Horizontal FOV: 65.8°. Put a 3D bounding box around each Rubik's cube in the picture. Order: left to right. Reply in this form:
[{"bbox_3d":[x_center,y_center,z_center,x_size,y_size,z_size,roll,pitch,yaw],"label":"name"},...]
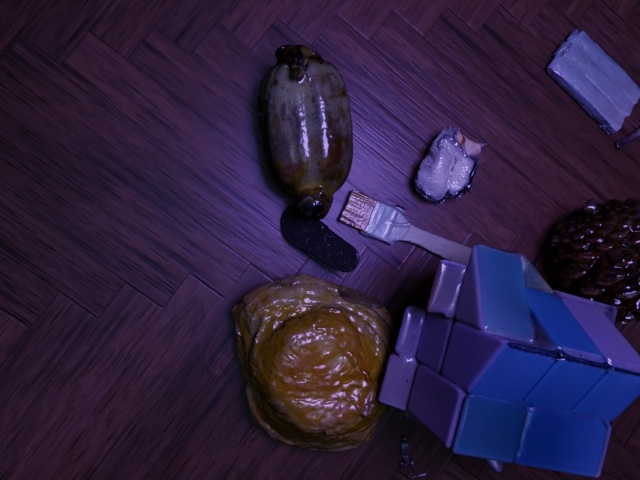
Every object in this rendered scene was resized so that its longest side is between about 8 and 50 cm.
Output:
[{"bbox_3d":[0.322,0.204,0.861,0.387,0.368,0.358,17,89,-15],"label":"Rubik's cube"}]

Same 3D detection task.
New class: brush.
[{"bbox_3d":[0.200,-0.007,1.015,0.337,0.020,0.085,24,87,-10],"label":"brush"}]

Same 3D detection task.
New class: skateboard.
[{"bbox_3d":[0.181,0.437,0.988,0.032,0.083,0.063,-4,91,-9],"label":"skateboard"}]

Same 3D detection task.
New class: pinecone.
[{"bbox_3d":[0.575,0.042,0.982,0.224,0.224,0.272,-26,107,-8],"label":"pinecone"}]

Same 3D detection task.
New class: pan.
[{"bbox_3d":[0.742,-0.262,1.090,0.212,0.040,0.115,-30,90,-8],"label":"pan"}]

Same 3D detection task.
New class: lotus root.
[{"bbox_3d":[-0.028,-0.191,0.908,0.173,0.173,0.309,-5,92,-9],"label":"lotus root"}]

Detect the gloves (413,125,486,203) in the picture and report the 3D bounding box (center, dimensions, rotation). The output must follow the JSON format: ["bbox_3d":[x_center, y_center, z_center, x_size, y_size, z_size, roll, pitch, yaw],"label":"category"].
[{"bbox_3d":[0.257,-0.145,0.997,0.114,0.070,0.153,27,93,-17],"label":"gloves"}]

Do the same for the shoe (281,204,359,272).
[{"bbox_3d":[0.000,0.000,0.965,0.179,0.049,0.071,35,97,14],"label":"shoe"}]

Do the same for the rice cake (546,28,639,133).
[{"bbox_3d":[0.586,-0.342,1.063,0.211,0.038,0.124,36,86,-8],"label":"rice cake"}]

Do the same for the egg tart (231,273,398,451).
[{"bbox_3d":[0.012,0.237,0.925,0.340,0.153,0.351,-2,93,-13],"label":"egg tart"}]
